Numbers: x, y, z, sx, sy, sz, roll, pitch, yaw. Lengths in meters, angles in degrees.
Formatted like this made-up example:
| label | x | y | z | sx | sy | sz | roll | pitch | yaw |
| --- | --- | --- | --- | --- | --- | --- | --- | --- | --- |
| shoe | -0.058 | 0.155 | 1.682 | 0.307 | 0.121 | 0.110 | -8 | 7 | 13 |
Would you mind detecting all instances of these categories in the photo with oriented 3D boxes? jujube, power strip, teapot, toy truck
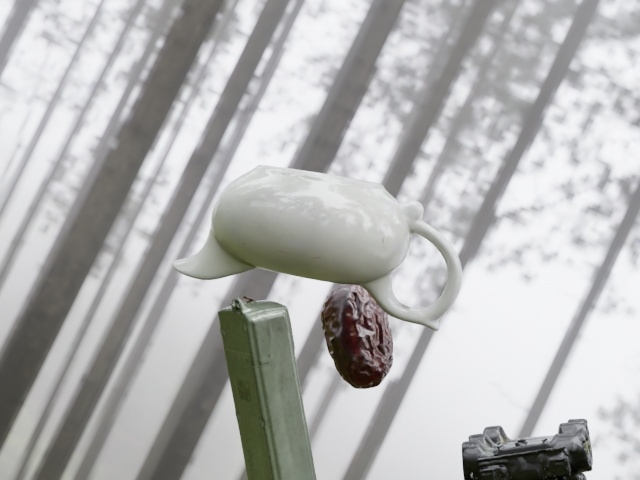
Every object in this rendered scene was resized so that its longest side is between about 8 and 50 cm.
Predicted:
| label | x | y | z | sx | sy | sz | roll | pitch | yaw |
| --- | --- | --- | --- | --- | --- | --- | --- | --- | --- |
| jujube | 0.042 | 0.108 | 1.682 | 0.077 | 0.129 | 0.077 | -6 | -34 | -4 |
| power strip | -0.048 | 0.184 | 1.489 | 0.052 | 0.272 | 0.078 | -14 | 8 | -26 |
| teapot | 0.000 | 0.000 | 1.537 | 0.298 | 0.139 | 0.204 | 10 | 1 | 14 |
| toy truck | 0.229 | 0.254 | 1.585 | 0.127 | 0.127 | 0.257 | -10 | -2 | 11 |
